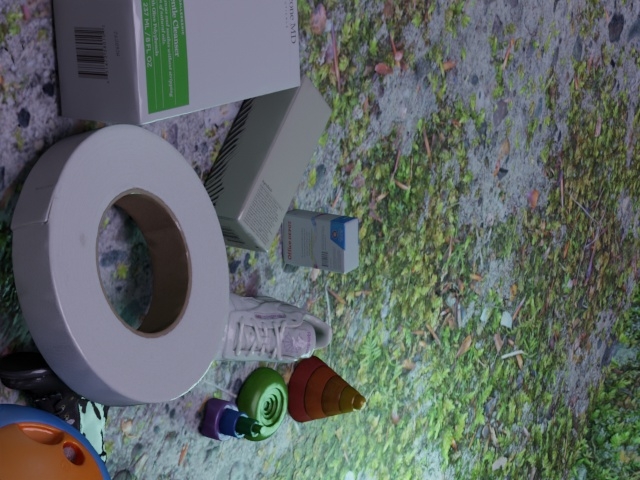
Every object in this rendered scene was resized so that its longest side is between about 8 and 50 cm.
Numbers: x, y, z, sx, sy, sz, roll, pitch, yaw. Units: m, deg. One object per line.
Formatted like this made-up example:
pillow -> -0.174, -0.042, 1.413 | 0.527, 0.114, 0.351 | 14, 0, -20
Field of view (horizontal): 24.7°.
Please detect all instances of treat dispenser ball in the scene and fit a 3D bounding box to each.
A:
treat dispenser ball -> -0.393, 0.344, 1.798 | 0.288, 0.288, 0.288 | -21, 116, -53

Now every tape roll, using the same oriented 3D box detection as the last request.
tape roll -> -0.266, 0.034, 2.012 | 0.392, 0.072, 0.391 | 22, 64, -54

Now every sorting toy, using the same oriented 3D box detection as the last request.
sorting toy -> -0.043, 0.283, 2.463 | 0.366, 0.126, 0.127 | -8, 106, -56

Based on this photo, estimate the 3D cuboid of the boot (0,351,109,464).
boot -> -0.359, 0.274, 2.012 | 0.263, 0.091, 0.228 | 13, 87, -59

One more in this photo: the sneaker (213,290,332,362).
sneaker -> -0.099, 0.137, 2.315 | 0.305, 0.152, 0.114 | -1, 101, -55

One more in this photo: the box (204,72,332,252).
box -> -0.089, -0.127, 2.310 | 0.113, 0.094, 0.275 | 52, 56, -50

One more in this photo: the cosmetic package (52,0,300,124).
cosmetic package -> -0.194, -0.287, 2.055 | 0.366, 0.155, 0.196 | -23, 115, -51

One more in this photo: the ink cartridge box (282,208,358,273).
ink cartridge box -> 0.000, 0.000, 2.455 | 0.052, 0.123, 0.088 | -26, 121, -56
